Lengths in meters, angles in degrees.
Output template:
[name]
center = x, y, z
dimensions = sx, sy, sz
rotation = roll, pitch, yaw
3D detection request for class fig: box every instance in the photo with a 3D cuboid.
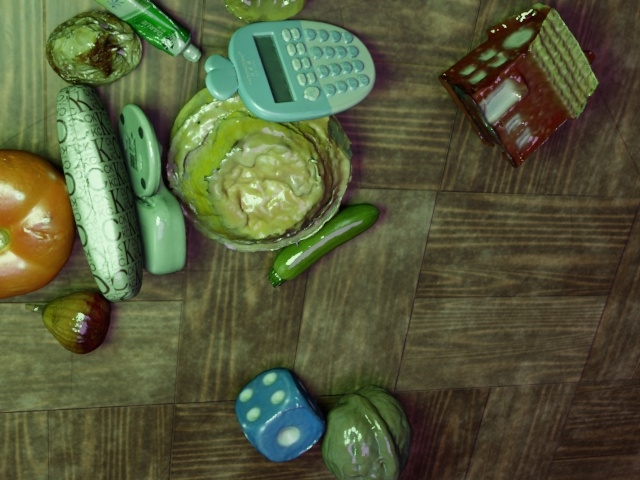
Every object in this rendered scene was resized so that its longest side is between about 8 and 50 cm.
[fig]
center = -0.456, 0.147, 1.378
dimensions = 0.119, 0.153, 0.119
rotation = -22, 116, -53

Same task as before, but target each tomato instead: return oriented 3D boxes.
[tomato]
center = -0.520, -0.031, 1.208
dimensions = 0.260, 0.180, 0.259
rotation = -8, 120, -14

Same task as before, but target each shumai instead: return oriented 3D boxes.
[shumai]
center = -0.368, -0.293, 1.179
dimensions = 0.139, 0.105, 0.123
rotation = -1, 127, 15

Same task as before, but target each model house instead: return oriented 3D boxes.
[model house]
center = 0.378, -0.299, 1.364
dimensions = 0.254, 0.160, 0.196
rotation = -41, 120, 3

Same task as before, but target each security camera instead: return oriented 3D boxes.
[security camera]
center = -0.287, -0.087, 1.272
dimensions = 0.080, 0.157, 0.301
rotation = -15, 119, -29

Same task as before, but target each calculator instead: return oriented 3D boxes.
[calculator]
center = -0.048, -0.285, 1.239
dimensions = 0.303, 0.042, 0.188
rotation = -12, 73, -20

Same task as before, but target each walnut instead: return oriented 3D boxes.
[walnut]
center = 0.100, 0.430, 1.616
dimensions = 0.224, 0.224, 0.224
rotation = -7, 117, -14

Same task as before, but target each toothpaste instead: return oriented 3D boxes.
[toothpaste]
center = -0.295, -0.370, 1.188
dimensions = 0.248, 0.046, 0.078
rotation = 36, 118, -27

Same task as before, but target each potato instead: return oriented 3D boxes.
[potato]
center = -0.091, -0.405, 1.216
dimensions = 0.138, 0.070, 0.091
rotation = -7, 111, -16

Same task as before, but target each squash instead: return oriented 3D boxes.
[squash]
center = 0.000, 0.000, 1.447
dimensions = 0.258, 0.069, 0.069
rotation = -33, 120, 1

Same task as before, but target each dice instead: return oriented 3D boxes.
[dice]
center = -0.084, 0.363, 1.555
dimensions = 0.146, 0.146, 0.143
rotation = -34, 122, 1

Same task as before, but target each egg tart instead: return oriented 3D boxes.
[egg tart]
center = -0.102, -0.118, 1.307
dimensions = 0.352, 0.150, 0.351
rotation = -4, 118, -8

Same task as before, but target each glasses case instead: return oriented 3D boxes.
[glasses case]
center = -0.356, -0.075, 1.205
dimensions = 0.085, 0.137, 0.354
rotation = -12, 94, -2
